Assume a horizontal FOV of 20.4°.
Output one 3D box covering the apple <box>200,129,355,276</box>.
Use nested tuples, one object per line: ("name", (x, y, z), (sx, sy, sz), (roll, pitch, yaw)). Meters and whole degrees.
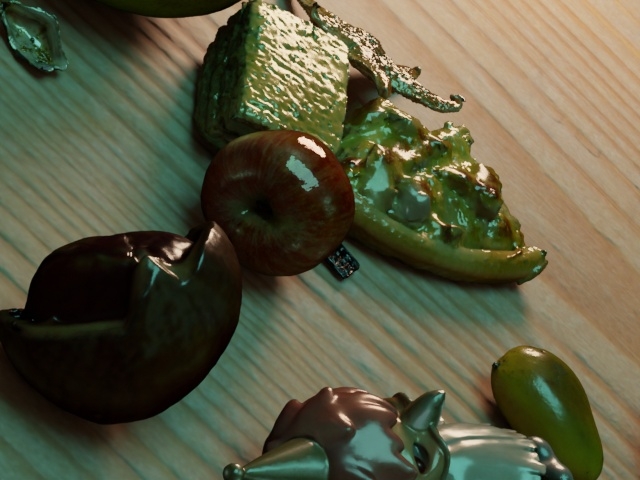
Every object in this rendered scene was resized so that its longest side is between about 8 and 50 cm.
("apple", (-0.038, -0.037, 1.726), (0.146, 0.146, 0.131), (49, 25, 7))

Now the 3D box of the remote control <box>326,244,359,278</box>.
("remote control", (0.000, 0.000, 1.832), (0.096, 0.014, 0.039), (48, 35, 3))

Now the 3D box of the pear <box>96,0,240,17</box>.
("pear", (-0.178, -0.351, 1.822), (0.307, 0.253, 0.253), (33, 35, -31))

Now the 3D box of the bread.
("bread", (-0.052, -0.149, 1.858), (0.138, 0.102, 0.196), (24, 42, -22))

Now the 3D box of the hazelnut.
("hazelnut", (-0.157, 0.057, 1.471), (0.202, 0.170, 0.160), (-48, 125, -20))

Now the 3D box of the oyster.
("oyster", (-0.282, -0.201, 1.740), (0.051, 0.034, 0.093), (-23, 82, -37))

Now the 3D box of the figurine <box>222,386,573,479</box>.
("figurine", (0.059, 0.195, 1.560), (0.387, 0.166, 0.207), (16, 27, -39))

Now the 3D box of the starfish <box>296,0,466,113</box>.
("starfish", (0.054, -0.213, 2.046), (0.231, 0.048, 0.295), (26, 15, -40))

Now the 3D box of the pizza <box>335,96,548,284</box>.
("pizza", (0.116, -0.064, 1.959), (0.323, 0.089, 0.223), (19, 45, -33))

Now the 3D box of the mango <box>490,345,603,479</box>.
("mango", (0.239, 0.181, 1.836), (0.161, 0.076, 0.103), (58, 30, 5))
